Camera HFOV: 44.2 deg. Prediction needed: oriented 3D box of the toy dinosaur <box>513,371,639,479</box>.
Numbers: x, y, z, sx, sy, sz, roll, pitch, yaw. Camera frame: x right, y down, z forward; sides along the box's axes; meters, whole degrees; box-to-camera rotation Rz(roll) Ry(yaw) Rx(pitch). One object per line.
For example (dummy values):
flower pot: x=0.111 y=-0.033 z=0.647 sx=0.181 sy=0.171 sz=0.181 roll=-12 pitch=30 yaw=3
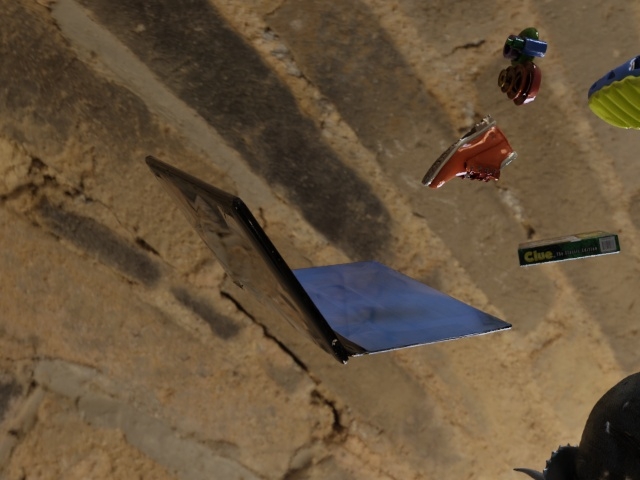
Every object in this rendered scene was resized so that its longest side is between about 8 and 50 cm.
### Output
toy dinosaur: x=0.341 y=0.221 z=0.838 sx=0.160 sy=0.121 sz=0.313 roll=32 pitch=-70 yaw=9

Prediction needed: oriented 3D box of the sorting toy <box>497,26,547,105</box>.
sorting toy: x=0.211 y=-0.195 z=0.850 sx=0.042 sy=0.102 sz=0.061 roll=11 pitch=-35 yaw=-11

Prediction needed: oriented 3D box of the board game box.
board game box: x=0.370 y=0.010 z=1.199 sx=0.136 sy=0.260 sz=0.030 roll=-7 pitch=-90 yaw=14

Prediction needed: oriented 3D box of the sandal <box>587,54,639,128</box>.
sandal: x=0.584 y=-0.285 z=1.275 sx=0.126 sy=0.317 sz=0.138 roll=36 pitch=-126 yaw=-30

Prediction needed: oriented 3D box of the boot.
boot: x=0.220 y=-0.110 z=1.153 sx=0.158 sy=0.059 sz=0.084 roll=-37 pitch=-92 yaw=-20

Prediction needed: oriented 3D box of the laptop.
laptop: x=0.000 y=0.000 z=1.140 sx=0.236 sy=0.382 sz=0.408 roll=-40 pitch=-62 yaw=-14
